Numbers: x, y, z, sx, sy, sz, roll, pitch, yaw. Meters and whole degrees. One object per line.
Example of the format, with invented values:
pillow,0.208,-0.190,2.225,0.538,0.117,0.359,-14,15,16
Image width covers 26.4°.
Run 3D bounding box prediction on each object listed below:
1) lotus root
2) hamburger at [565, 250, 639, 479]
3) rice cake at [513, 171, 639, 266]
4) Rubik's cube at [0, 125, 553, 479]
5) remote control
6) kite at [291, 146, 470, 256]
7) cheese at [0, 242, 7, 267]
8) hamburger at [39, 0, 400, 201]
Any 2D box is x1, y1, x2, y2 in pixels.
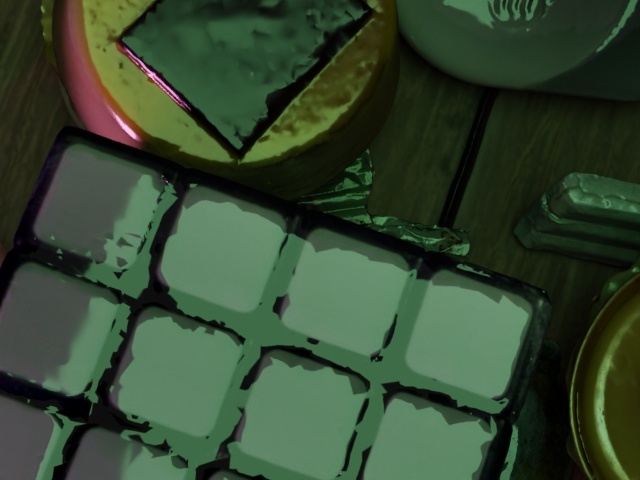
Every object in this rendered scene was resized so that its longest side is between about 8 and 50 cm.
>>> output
lotus root,0.163,0.172,1.153,0.113,0.088,0.192,20,78,-23
hamburger,0.333,0.123,1.084,0.274,0.212,0.274,-2,84,20
rice cake,0.284,-0.007,1.182,0.211,0.124,0.038,14,64,-11
Rubik's cube,-0.068,0.160,0.968,0.344,0.344,0.337,19,80,4
remote control,0.213,-0.237,1.209,0.332,0.103,0.221,6,84,-10
kite,0.000,0.000,1.187,0.268,0.013,0.323,-2,85,-9
cheese,-0.375,0.040,0.988,0.128,0.316,0.259,33,74,34
hamburger,-0.076,-0.170,1.114,0.300,0.176,0.300,2,81,-11
